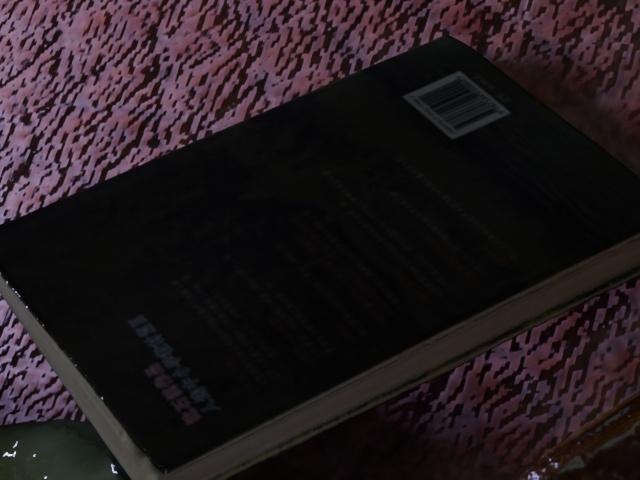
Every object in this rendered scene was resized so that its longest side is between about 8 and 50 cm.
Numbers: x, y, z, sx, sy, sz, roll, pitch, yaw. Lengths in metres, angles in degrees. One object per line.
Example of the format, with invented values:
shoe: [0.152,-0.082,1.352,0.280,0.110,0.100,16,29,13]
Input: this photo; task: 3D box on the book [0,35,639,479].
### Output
book: [0.000,0.000,0.720,0.228,0.024,0.160,-25,45,-20]

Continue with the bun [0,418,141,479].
bun: [-0.098,0.166,0.690,0.195,0.118,0.195,-21,50,28]

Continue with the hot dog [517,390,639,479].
hot dog: [0.141,0.072,0.639,0.165,0.045,0.071,-34,48,11]
